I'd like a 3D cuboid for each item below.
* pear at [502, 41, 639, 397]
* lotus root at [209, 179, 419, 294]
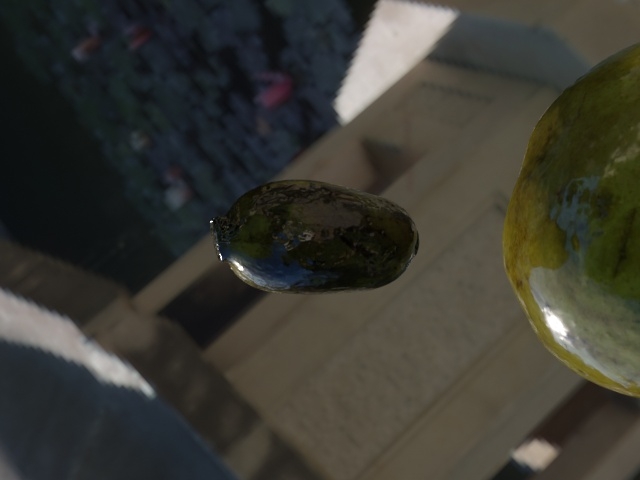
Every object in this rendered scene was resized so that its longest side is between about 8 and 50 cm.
[{"bbox_3d":[0.303,-0.016,1.324,0.304,0.304,0.304,40,156,21],"label":"pear"},{"bbox_3d":[0.000,0.000,1.286,0.080,0.179,0.089,60,137,46],"label":"lotus root"}]
